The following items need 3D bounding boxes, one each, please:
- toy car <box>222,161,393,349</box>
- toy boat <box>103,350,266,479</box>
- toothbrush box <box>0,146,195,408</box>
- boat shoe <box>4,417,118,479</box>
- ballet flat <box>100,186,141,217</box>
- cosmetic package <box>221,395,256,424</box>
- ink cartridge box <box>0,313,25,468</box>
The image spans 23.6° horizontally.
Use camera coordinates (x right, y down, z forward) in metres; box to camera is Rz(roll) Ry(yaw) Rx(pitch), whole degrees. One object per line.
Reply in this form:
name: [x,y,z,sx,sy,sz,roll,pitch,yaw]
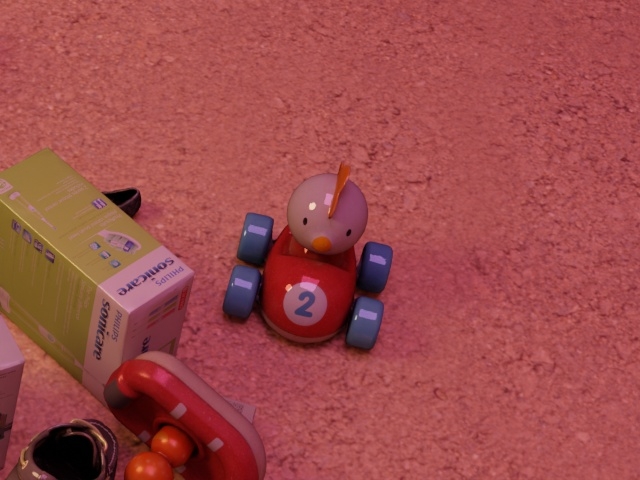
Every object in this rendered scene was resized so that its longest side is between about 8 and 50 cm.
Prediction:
toy car: [0.000,0.000,2.111,0.219,0.238,0.210,14,46,-2]
toy boat: [-0.181,0.256,1.865,0.231,0.151,0.151,42,55,-5]
toothbrush box: [-0.316,0.050,1.999,0.283,0.206,0.122,39,49,21]
boat shoe: [-0.293,0.265,1.793,0.109,0.091,0.305,37,14,2]
ballet flat: [-0.343,-0.055,2.196,0.173,0.049,0.057,-6,49,-21]
cosmetic package: [-0.147,0.232,1.990,0.115,0.041,0.060,18,45,1]
ink cartridge box: [-0.439,0.167,1.847,0.093,0.219,0.160,-15,54,-31]
